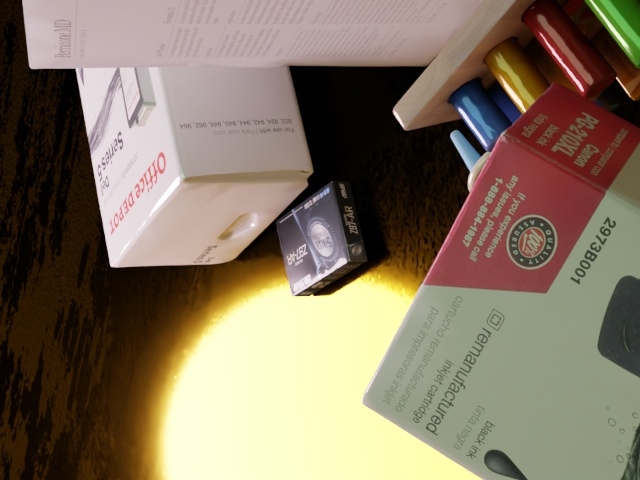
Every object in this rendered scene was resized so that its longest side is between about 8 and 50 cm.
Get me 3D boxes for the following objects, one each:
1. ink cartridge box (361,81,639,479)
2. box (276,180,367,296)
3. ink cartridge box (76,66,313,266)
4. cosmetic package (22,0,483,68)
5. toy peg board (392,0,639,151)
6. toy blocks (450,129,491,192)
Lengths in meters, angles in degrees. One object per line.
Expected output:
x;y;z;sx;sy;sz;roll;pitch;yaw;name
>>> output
0.167;0.061;0.637;0.237;0.100;0.172;31;121;11;ink cartridge box
0.000;0.000;1.027;0.083;0.018;0.067;-33;63;49;box
-0.119;-0.136;1.087;0.198;0.115;0.273;-42;56;57;ink cartridge box
-0.028;-0.189;0.738;0.377;0.284;0.097;144;121;-76;cosmetic package
0.152;-0.102;0.717;0.079;0.161;0.160;57;134;17;toy peg board
0.114;0.000;0.842;0.123;0.054;0.148;-59;46;34;toy blocks
